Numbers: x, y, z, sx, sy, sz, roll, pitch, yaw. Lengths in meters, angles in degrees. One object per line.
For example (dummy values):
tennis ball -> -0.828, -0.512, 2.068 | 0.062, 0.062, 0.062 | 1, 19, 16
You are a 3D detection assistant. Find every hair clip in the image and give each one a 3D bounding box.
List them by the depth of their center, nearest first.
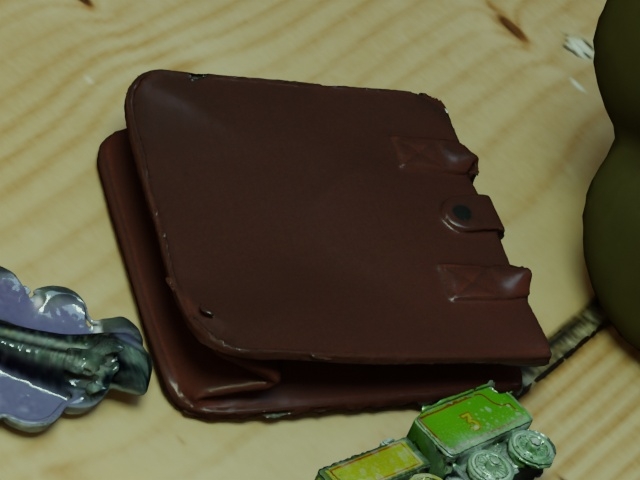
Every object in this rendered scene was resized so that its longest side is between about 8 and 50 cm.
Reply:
hair clip -> -0.200, 0.061, 1.215 | 0.195, 0.052, 0.124 | 16, 41, -6

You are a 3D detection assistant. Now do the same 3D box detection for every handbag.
handbag -> 0.000, -0.001, 1.346 | 0.275, 0.084, 0.260 | 1, 49, -26

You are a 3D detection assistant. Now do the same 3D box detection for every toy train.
toy train -> 0.069, 0.153, 1.249 | 0.202, 0.060, 0.081 | -17, 51, -42

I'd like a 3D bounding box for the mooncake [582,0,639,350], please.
mooncake -> 0.411, -0.048, 1.333 | 0.467, 0.467, 0.262 | 47, 44, 16
